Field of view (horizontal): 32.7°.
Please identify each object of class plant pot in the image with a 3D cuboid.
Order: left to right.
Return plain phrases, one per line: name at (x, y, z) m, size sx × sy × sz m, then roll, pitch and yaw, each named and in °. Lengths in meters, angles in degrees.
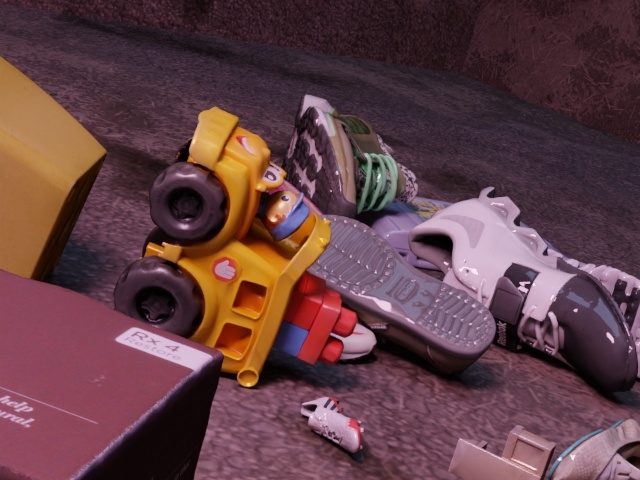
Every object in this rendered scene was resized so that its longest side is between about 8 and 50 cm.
plant pot at (-0.321, -0.049, 1.006) m, size 0.187 × 0.212 × 0.212 m, roll 26°, pitch 16°, yaw -5°

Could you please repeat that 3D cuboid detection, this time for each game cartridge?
game cartridge at (0.187, -0.006, 1.541) m, size 0.294 × 0.060 × 0.196 m, roll 9°, pitch 14°, yaw -20°

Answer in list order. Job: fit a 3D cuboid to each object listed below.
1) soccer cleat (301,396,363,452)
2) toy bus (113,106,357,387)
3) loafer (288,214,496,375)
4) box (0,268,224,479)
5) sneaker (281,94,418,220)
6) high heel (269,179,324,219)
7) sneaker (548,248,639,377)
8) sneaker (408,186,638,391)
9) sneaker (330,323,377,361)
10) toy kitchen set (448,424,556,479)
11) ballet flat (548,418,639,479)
soccer cleat at (0.010, 0.155, 0.910) m, size 0.035 × 0.029 × 0.083 m, roll -1°, pitch 18°, yaw -20°
toy bus at (-0.059, 0.018, 0.979) m, size 0.211 × 0.220 × 0.149 m, roll 21°, pitch 19°, yaw -1°
loafer at (0.061, 0.064, 1.131) m, size 0.251 × 0.087 × 0.094 m, roll 35°, pitch 54°, yaw 24°
box at (-0.168, 0.138, 0.504) m, size 0.168 × 0.203 × 0.167 m, roll 18°, pitch 17°, yaw 12°
sneaker at (0.050, -0.095, 1.433) m, size 0.182 × 0.158 × 0.410 m, roll 13°, pitch 19°, yaw -7°
high heel at (0.042, 0.019, 1.214) m, size 0.244 × 0.117 × 0.082 m, roll 20°, pitch 17°, yaw 17°
sneaker at (0.338, 0.078, 1.320) m, size 0.118 × 0.110 × 0.292 m, roll 11°, pitch 15°, yaw -43°
sneaker at (0.215, 0.072, 1.231) m, size 0.146 × 0.123 × 0.330 m, roll -19°, pitch 40°, yaw -20°
sneaker at (-0.017, 0.065, 1.087) m, size 0.161 × 0.075 × 0.057 m, roll 17°, pitch 17°, yaw 7°
toy kitchen set at (0.146, 0.176, 0.856) m, size 0.068 × 0.083 × 0.075 m, roll 23°, pitch 18°, yaw 23°
ballet flat at (0.257, 0.192, 0.954) m, size 0.052 × 0.057 × 0.168 m, roll 36°, pitch 25°, yaw 28°
